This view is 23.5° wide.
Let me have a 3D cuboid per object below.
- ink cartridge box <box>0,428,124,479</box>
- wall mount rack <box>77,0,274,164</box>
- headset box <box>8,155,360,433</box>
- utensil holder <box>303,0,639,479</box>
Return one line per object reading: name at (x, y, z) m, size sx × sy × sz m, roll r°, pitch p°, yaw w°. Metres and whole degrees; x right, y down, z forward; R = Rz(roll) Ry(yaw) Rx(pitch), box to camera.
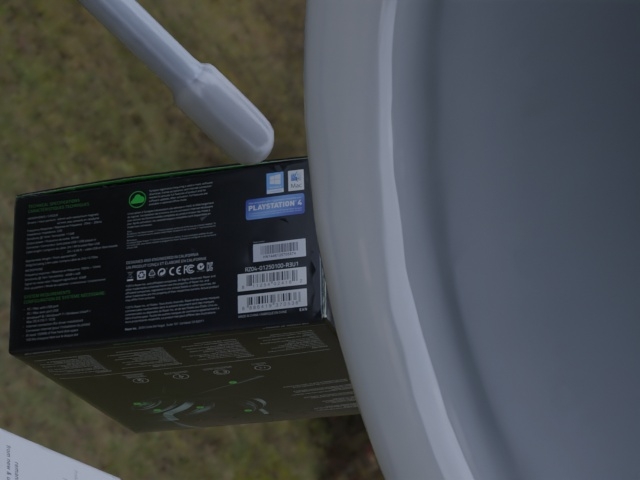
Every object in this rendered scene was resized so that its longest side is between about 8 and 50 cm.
ink cartridge box at (-0.131, 0.199, 0.818) m, size 0.190 × 0.139 × 0.082 m, roll 28°, pitch 29°, yaw -31°
wall mount rack at (-0.102, -0.068, 0.334) m, size 0.304 × 0.130 × 0.350 m, roll 88°, pitch 15°, yaw -46°
headset box at (-0.077, 0.058, 1.235) m, size 0.283 × 0.246 × 0.131 m, roll 52°, pitch 34°, yaw -64°
utensil holder at (0.245, -0.040, 0.338) m, size 0.385 × 0.327 × 0.328 m, roll -20°, pitch 80°, yaw -38°
